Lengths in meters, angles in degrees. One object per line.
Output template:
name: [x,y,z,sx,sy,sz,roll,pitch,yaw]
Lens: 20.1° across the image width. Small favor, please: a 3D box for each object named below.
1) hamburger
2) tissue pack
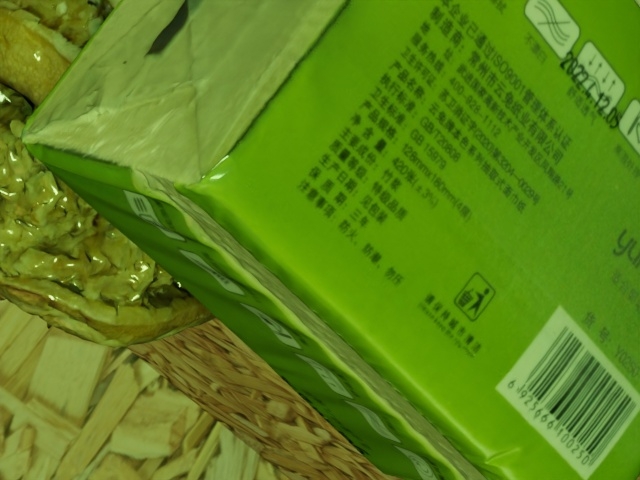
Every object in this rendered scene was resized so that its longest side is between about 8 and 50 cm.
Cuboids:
hamburger: [-0.090,-0.066,0.955,0.245,0.211,0.260,29,-165,-29]
tissue pack: [0.047,-0.028,0.793,0.275,0.200,0.167,45,163,-34]
